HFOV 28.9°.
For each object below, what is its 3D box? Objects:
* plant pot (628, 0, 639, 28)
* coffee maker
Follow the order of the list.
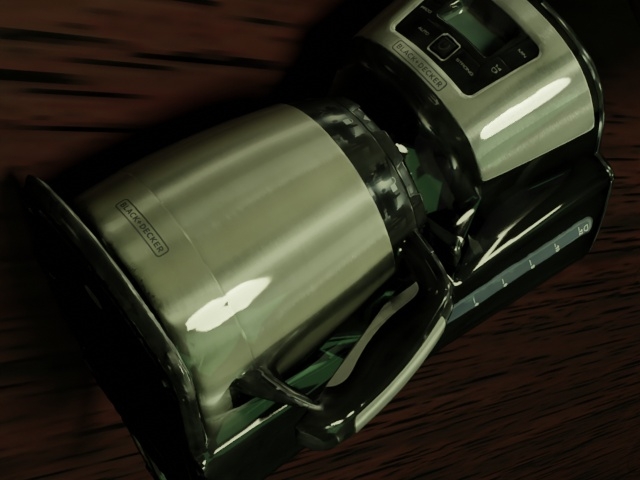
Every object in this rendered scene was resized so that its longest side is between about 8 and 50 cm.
[{"bbox_3d":[0.257,-0.134,0.413,0.280,0.323,0.323,-26,153,2],"label":"plant pot"},{"bbox_3d":[0.000,0.000,0.446,0.178,0.120,0.171,-32,175,-19],"label":"coffee maker"}]
